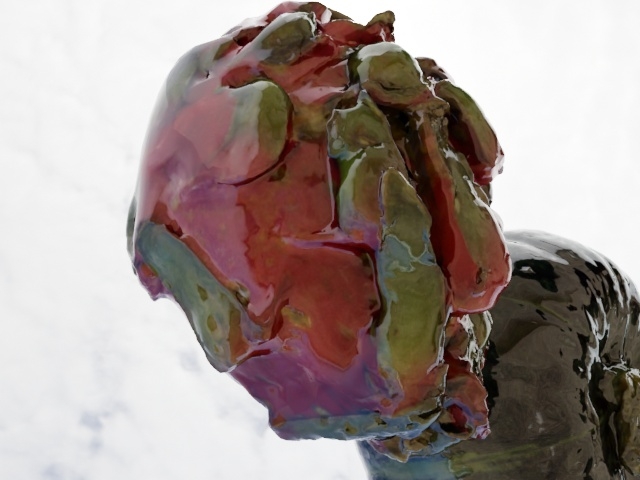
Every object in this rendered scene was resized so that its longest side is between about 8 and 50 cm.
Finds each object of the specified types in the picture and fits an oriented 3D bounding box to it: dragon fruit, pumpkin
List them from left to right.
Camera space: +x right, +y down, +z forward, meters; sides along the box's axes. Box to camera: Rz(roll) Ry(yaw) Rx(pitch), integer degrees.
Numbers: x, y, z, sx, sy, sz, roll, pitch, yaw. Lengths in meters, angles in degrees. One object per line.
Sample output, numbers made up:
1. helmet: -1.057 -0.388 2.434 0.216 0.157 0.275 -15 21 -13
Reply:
1. dragon fruit: 0.009 -0.006 0.506 0.231 0.237 0.302 29 -146 -58
2. pumpkin: 0.177 0.146 0.709 0.323 0.241 0.323 20 -121 -38
